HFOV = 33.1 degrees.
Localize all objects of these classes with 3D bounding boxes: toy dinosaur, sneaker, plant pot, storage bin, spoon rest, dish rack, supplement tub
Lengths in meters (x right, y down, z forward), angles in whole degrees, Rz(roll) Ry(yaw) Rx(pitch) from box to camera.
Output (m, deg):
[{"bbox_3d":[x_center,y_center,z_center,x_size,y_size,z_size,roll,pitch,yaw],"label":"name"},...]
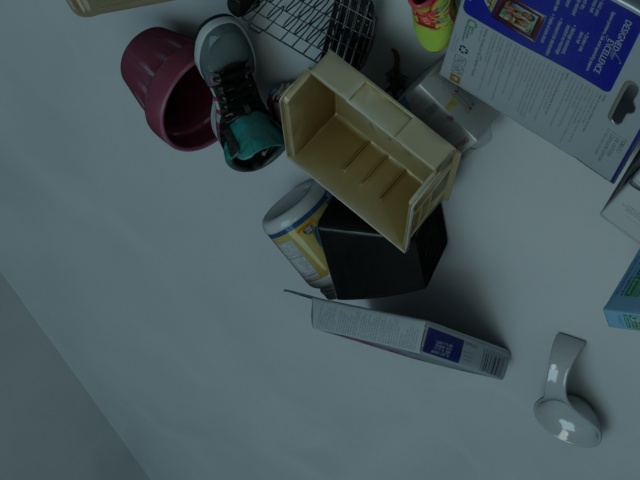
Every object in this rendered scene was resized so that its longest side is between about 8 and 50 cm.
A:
[{"bbox_3d":[0.128,-0.253,1.741,0.047,0.090,0.082,11,174,7],"label":"toy dinosaur"},{"bbox_3d":[0.154,-0.346,1.538,0.081,0.094,0.208,23,145,23],"label":"sneaker"},{"bbox_3d":[-0.260,-0.291,1.954,0.180,0.201,0.201,40,151,31],"label":"plant pot"},{"bbox_3d":[-0.132,-0.224,1.829,0.178,0.124,0.295,56,164,36],"label":"sneaker"},{"bbox_3d":[0.077,-0.139,1.696,0.262,0.123,0.260,40,169,12],"label":"storage bin"},{"bbox_3d":[0.121,-0.010,1.903,0.167,0.188,0.187,7,135,24],"label":"plant pot"},{"bbox_3d":[0.454,0.296,1.997,0.137,0.084,0.276,17,139,33],"label":"spoon rest"},{"bbox_3d":[-0.026,-0.383,1.703,0.272,0.074,0.208,32,148,10],"label":"dish rack"},{"bbox_3d":[-0.053,-0.249,1.887,0.084,0.069,0.185,37,145,5],"label":"sneaker"},{"bbox_3d":[0.000,0.000,2.055,0.199,0.144,0.144,51,146,-16],"label":"supplement tub"}]

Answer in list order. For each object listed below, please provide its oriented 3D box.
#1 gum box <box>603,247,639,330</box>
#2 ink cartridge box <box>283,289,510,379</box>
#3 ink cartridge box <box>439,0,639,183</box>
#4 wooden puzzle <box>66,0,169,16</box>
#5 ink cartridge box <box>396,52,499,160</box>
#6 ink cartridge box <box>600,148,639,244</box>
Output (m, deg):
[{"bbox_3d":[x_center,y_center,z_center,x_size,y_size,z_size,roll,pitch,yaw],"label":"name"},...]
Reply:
[{"bbox_3d":[0.535,0.073,1.584,0.184,0.157,0.041,4,133,42],"label":"gum box"},{"bbox_3d":[0.141,0.180,2.038,0.330,0.071,0.324,9,172,38],"label":"ink cartridge box"},{"bbox_3d":[0.327,-0.259,1.464,0.307,0.072,0.303,32,150,13],"label":"ink cartridge box"},{"bbox_3d":[-0.367,-0.555,1.848,0.348,0.080,0.322,-1,129,40],"label":"wooden puzzle"},{"bbox_3d":[0.201,-0.197,1.667,0.143,0.090,0.092,44,147,-7],"label":"ink cartridge box"},{"bbox_3d":[0.482,-0.110,1.421,0.092,0.158,0.218,35,147,6],"label":"ink cartridge box"}]
